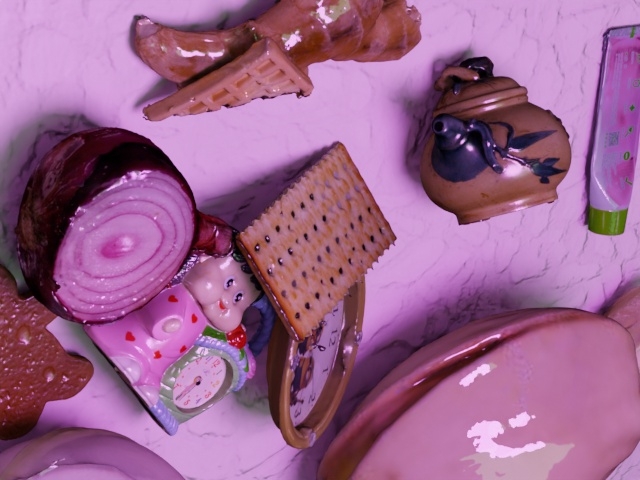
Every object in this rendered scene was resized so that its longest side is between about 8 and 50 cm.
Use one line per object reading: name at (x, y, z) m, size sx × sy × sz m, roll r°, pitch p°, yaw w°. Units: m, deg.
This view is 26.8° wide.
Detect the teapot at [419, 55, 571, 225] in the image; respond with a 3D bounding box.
teapot at (0.197, -0.121, 1.541) m, size 0.269 × 0.173 × 0.182 m, roll -19°, pitch 93°, yaw -57°

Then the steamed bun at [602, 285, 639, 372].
steamed bun at (0.406, 0.183, 1.879) m, size 0.212 × 0.110 × 0.231 m, roll -31°, pitch 127°, yaw -44°

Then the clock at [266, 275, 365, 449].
clock at (-0.013, 0.117, 1.515) m, size 0.237 × 0.057 × 0.237 m, roll 12°, pitch 90°, yaw -71°

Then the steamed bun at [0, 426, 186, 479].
steamed bun at (-0.250, 0.341, 1.365) m, size 0.309 × 0.309 × 0.309 m, roll -18°, pitch 123°, yaw -30°

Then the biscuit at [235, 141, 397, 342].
biscuit at (0.000, 0.000, 1.429) m, size 0.139 × 0.016 × 0.231 m, roll 60°, pitch 39°, yaw -14°

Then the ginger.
ginger at (-0.027, -0.212, 1.359) m, size 0.334 × 0.081 × 0.148 m, roll -19°, pitch 152°, yaw -24°

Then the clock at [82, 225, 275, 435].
clock at (-0.133, 0.089, 1.420) m, size 0.195 × 0.100 × 0.194 m, roll -42°, pitch 137°, yaw -12°

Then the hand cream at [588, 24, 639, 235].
hand cream at (0.385, -0.141, 1.744) m, size 0.079 × 0.050 × 0.275 m, roll -29°, pitch 127°, yaw -55°

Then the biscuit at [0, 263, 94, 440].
biscuit at (-0.310, 0.097, 1.329) m, size 0.138 × 0.031 × 0.205 m, roll -39°, pitch 131°, yaw -16°

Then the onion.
onion at (-0.184, -0.019, 1.295) m, size 0.218 × 0.140 × 0.195 m, roll -2°, pitch 118°, yaw -37°

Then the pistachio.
pistachio at (0.204, 0.247, 1.664) m, size 0.445 × 0.281 × 0.365 m, roll -30°, pitch 138°, yaw -5°

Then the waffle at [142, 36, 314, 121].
waffle at (-0.091, -0.140, 1.334) m, size 0.153 × 0.023 × 0.097 m, roll -28°, pitch 149°, yaw 13°
